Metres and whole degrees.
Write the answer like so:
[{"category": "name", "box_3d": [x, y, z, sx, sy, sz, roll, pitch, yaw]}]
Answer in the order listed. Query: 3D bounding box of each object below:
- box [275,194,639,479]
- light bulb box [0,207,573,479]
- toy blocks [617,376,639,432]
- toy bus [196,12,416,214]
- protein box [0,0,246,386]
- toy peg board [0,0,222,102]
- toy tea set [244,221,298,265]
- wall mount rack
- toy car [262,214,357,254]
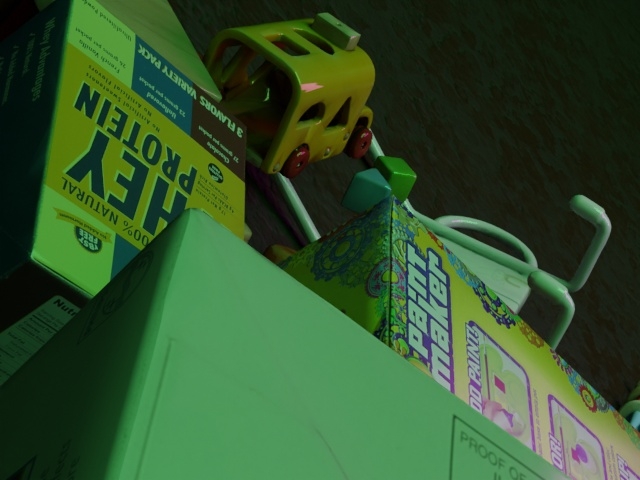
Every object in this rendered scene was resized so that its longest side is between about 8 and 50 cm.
[{"category": "box", "box_3d": [0.012, 0.178, 0.850, 0.279, 0.290, 0.177, 43, 31, -30]}, {"category": "light bulb box", "box_3d": [-0.037, 0.249, 0.574, 0.358, 0.361, 0.225, 37, 33, -19]}, {"category": "toy blocks", "box_3d": [0.359, 0.212, 1.648, 0.123, 0.054, 0.148, 58, 27, 0]}, {"category": "toy bus", "box_3d": [-0.010, -0.124, 1.229, 0.191, 0.104, 0.202, 15, 28, -22]}, {"category": "protein box", "box_3d": [-0.158, 0.017, 0.827, 0.136, 0.201, 0.200, 39, 33, -34]}, {"category": "toy peg board", "box_3d": [-0.176, -0.153, 1.130, 0.161, 0.079, 0.160, 26, 26, -47]}, {"category": "toy tea set", "box_3d": [-0.050, 0.057, 1.074, 0.336, 0.124, 0.200, 24, 5, -21]}, {"category": "wall mount rack", "box_3d": [0.087, -0.017, 1.367, 0.304, 0.130, 0.350, 26, 26, 9]}, {"category": "toy car", "box_3d": [0.000, 0.000, 1.210, 0.122, 0.060, 0.040, -3, 47, -21]}]
